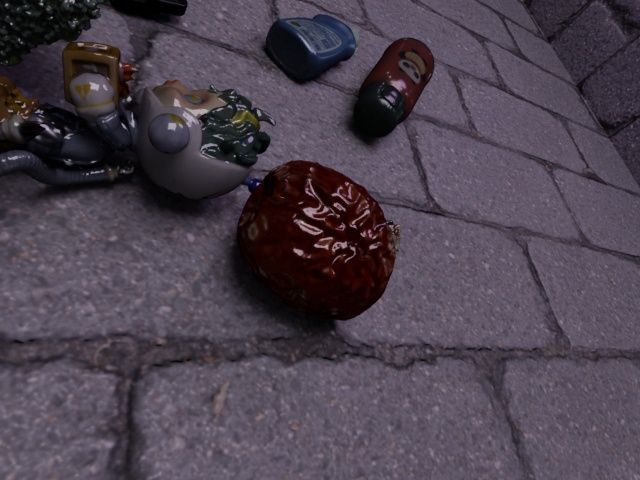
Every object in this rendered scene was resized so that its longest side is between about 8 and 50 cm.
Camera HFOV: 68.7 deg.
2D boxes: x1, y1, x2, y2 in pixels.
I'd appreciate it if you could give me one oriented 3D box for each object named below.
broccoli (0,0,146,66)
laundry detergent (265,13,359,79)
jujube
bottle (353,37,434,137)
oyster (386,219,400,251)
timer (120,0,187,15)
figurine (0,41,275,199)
[{"bbox_3d":[-0.452,-0.397,0.654,0.353,0.274,0.397,4,31,-40],"label":"broccoli"},{"bbox_3d":[0.000,-0.478,1.137,0.143,0.094,0.290,43,41,7],"label":"laundry detergent"},{"bbox_3d":[0.000,0.000,0.702,0.232,0.213,0.213,35,45,-22],"label":"jujube"},{"bbox_3d":[0.177,-0.367,1.146,0.144,0.144,0.336,37,48,-8],"label":"bottle"},{"bbox_3d":[0.097,0.004,0.880,0.148,0.051,0.103,-15,71,-25],"label":"oyster"},{"bbox_3d":[-0.361,-0.522,0.933,0.144,0.055,0.187,-7,60,-41],"label":"timer"},{"bbox_3d":[-0.252,-0.165,0.666,0.382,0.186,0.261,7,34,-25],"label":"figurine"}]
